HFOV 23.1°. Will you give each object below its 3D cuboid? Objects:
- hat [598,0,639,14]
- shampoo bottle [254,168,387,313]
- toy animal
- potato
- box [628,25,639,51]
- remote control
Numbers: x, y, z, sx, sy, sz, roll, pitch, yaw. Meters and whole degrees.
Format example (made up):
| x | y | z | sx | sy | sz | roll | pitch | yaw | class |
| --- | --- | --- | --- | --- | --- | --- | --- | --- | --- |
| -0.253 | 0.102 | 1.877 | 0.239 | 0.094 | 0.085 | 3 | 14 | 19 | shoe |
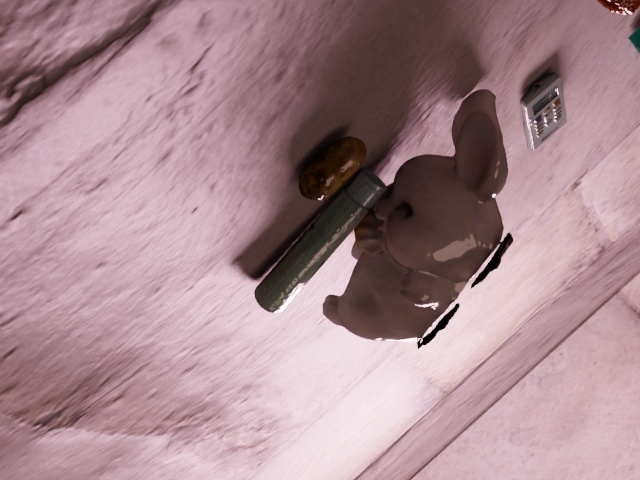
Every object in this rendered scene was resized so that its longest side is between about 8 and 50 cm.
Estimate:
| x | y | z | sx | sy | sz | roll | pitch | yaw | class |
| --- | --- | --- | --- | --- | --- | --- | --- | --- | --- |
| 0.333 | -0.319 | 1.622 | 0.162 | 0.093 | 0.112 | -49 | -172 | 4 | hat |
| 0.000 | 0.000 | 1.749 | 0.190 | 0.041 | 0.069 | -49 | 176 | 15 | shampoo bottle |
| 0.125 | -0.012 | 1.788 | 0.325 | 0.154 | 0.208 | -56 | -174 | 17 | toy animal |
| 0.011 | -0.074 | 1.597 | 0.083 | 0.040 | 0.051 | -44 | 172 | 12 | potato |
| 0.508 | -0.321 | 2.062 | 0.226 | 0.042 | 0.161 | -45 | 163 | 12 | box |
| 0.279 | -0.162 | 1.981 | 0.061 | 0.029 | 0.162 | -42 | 158 | -5 | remote control |
